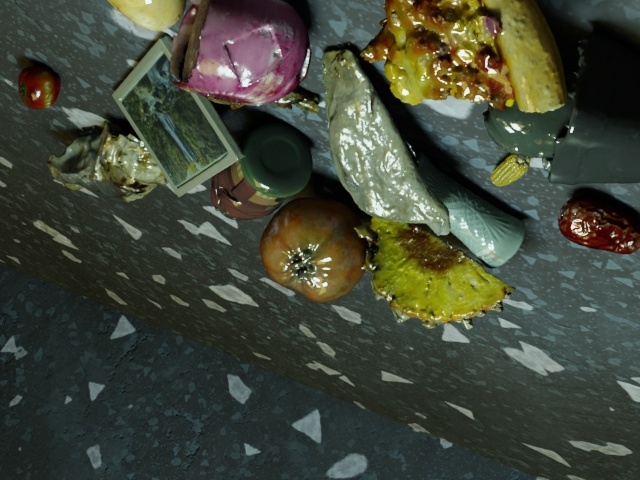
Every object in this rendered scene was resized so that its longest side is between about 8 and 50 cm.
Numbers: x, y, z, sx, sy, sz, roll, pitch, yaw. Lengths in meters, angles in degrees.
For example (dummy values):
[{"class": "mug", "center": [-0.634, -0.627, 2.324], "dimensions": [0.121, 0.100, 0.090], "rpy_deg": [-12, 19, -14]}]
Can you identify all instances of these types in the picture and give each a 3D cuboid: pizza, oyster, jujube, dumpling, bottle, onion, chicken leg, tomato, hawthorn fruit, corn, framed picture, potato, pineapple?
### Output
[{"class": "pizza", "center": [0.136, -0.226, 1.096], "dimensions": [0.289, 0.081, 0.229], "rpy_deg": [53, 142, 5]}, {"class": "oyster", "center": [-0.445, -0.165, 2.039], "dimensions": [0.337, 0.133, 0.198], "rpy_deg": [6, 144, 34]}, {"class": "jujube", "center": [0.416, -0.020, 1.437], "dimensions": [0.129, 0.077, 0.077], "rpy_deg": [23, 160, -6]}, {"class": "dumpling", "center": [0.061, -0.128, 1.464], "dimensions": [0.166, 0.086, 0.332], "rpy_deg": [-6, 121, 50]}, {"class": "bottle", "center": [-0.116, -0.114, 1.761], "dimensions": [0.156, 0.143, 0.271], "rpy_deg": [-8, 169, -24]}, {"class": "onion", "center": [-0.105, -0.264, 1.342], "dimensions": [0.200, 0.200, 0.207], "rpy_deg": [33, 146, -17]}, {"class": "chicken leg", "center": [-0.087, -0.235, 1.541], "dimensions": [0.178, 0.070, 0.093], "rpy_deg": [15, 135, -4]}, {"class": "tomato", "center": [-0.549, -0.300, 1.906], "dimensions": [0.087, 0.075, 0.087], "rpy_deg": [20, 116, 46]}, {"class": "hawthorn fruit", "center": [0.000, 0.000, 1.807], "dimensions": [0.199, 0.251, 0.199], "rpy_deg": [5, 112, 13]}, {"class": "corn", "center": [0.281, -0.105, 1.444], "dimensions": [0.037, 0.037, 0.092], "rpy_deg": [29, 161, -8]}, {"class": "framed picture", "center": [-0.261, -0.209, 1.724], "dimensions": [0.240, 0.020, 0.324], "rpy_deg": [58, 153, -8]}, {"class": "potato", "center": [-0.255, -0.370, 1.348], "dimensions": [0.118, 0.109, 0.178], "rpy_deg": [56, 175, 39]}, {"class": "pineapple", "center": [0.181, 0.074, 1.683], "dimensions": [0.334, 0.161, 0.158], "rpy_deg": [32, 180, 29]}]

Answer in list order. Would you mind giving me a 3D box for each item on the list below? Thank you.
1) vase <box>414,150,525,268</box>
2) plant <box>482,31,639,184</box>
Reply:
[{"class": "vase", "center": [0.219, -0.053, 1.570], "dimensions": [0.219, 0.096, 0.096], "rpy_deg": [36, 158, -16]}, {"class": "plant", "center": [0.323, -0.149, 1.151], "dimensions": [0.256, 0.142, 0.164], "rpy_deg": [13, 158, 5]}]
